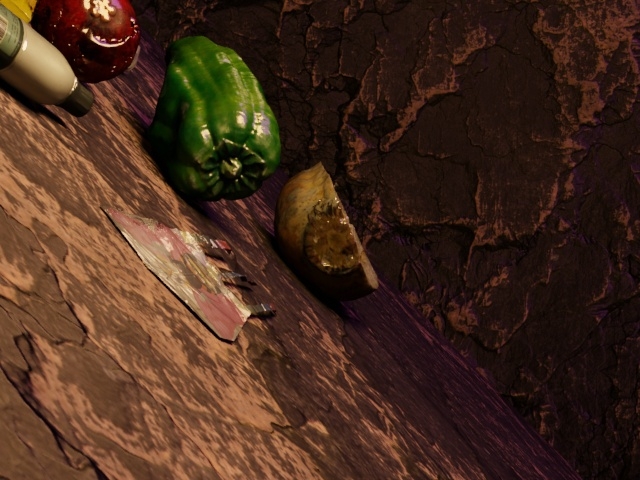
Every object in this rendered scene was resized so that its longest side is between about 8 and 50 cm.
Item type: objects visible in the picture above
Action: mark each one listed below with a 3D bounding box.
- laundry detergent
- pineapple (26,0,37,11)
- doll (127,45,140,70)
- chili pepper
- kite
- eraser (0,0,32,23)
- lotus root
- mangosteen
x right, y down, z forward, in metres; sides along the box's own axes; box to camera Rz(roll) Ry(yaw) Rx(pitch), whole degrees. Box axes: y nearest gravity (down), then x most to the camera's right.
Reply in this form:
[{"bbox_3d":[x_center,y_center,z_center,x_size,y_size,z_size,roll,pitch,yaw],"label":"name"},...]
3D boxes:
[{"bbox_3d":[-0.352,-0.217,1.107,0.226,0.070,0.099,39,4,-47],"label":"laundry detergent"},{"bbox_3d":[-0.464,-0.490,1.476,0.164,0.140,0.250,33,-39,17],"label":"pineapple"},{"bbox_3d":[-0.429,-0.408,2.024,0.180,0.079,0.094,43,-31,54],"label":"doll"},{"bbox_3d":[-0.197,-0.206,1.557,0.167,0.213,0.385,28,20,-32],"label":"chili pepper"},{"bbox_3d":[-0.133,0.037,1.148,0.204,0.022,0.360,47,6,9],"label":"kite"},{"bbox_3d":[-0.462,-0.343,1.357,0.097,0.045,0.122,41,6,-26],"label":"eraser"},{"bbox_3d":[0.006,0.013,1.806,0.267,0.149,0.260,63,5,-13],"label":"lotus root"},{"bbox_3d":[-0.359,-0.318,1.449,0.166,0.166,0.180,44,-19,-20],"label":"mangosteen"}]
